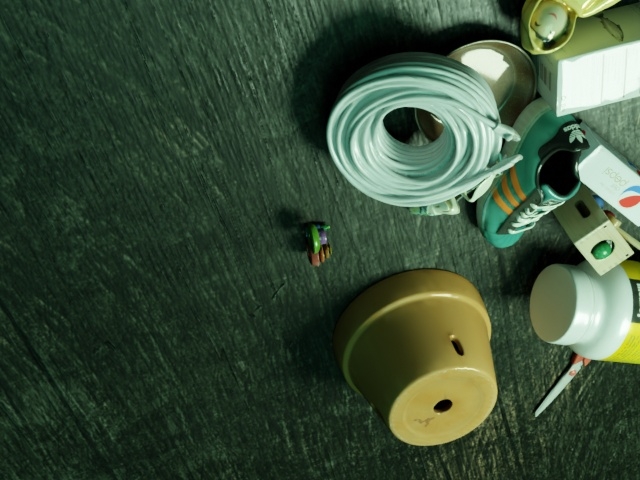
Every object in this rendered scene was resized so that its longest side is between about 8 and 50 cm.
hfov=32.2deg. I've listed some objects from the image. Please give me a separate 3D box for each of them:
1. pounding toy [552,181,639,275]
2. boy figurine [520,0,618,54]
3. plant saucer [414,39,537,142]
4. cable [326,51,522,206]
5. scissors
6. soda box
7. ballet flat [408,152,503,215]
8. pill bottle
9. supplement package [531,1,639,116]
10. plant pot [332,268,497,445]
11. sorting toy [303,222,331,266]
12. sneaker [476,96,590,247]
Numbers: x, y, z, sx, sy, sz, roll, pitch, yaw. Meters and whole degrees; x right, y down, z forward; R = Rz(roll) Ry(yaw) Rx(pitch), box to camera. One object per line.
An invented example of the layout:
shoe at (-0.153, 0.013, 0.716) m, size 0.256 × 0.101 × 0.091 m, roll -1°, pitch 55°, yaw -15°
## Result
pounding toy at (0.488, -0.014, 1.903) m, size 0.100 × 0.141 × 0.130 m, roll -37°, pitch 131°, yaw 13°
boy figurine at (0.369, -0.391, 1.566) m, size 0.177 × 0.092 × 0.285 m, roll 31°, pitch 111°, yaw -18°
plant saucer at (0.234, -0.229, 1.705) m, size 0.198 × 0.036 × 0.199 m, roll -10°, pitch 131°, yaw -11°
cable at (0.140, -0.165, 1.649) m, size 0.257 × 0.089 × 0.257 m, roll -32°, pitch 120°, yaw 32°
scissors at (0.524, 0.252, 2.226) m, size 0.109 × 0.021 × 0.297 m, roll 0°, pitch 128°, yaw -21°
soda box at (0.491, -0.110, 1.868) m, size 0.216 × 0.074 × 0.069 m, roll 30°, pitch 115°, yaw -36°
ballet flat at (0.219, -0.080, 1.785) m, size 0.070 × 0.070 × 0.188 m, roll 24°, pitch 131°, yaw -33°
pill bottle at (0.559, 0.130, 2.019) m, size 0.333 × 0.188 × 0.188 m, roll 7°, pitch 127°, yaw -24°
supplement package at (0.423, -0.276, 1.681) m, size 0.179 × 0.105 × 0.105 m, roll -15°, pitch 130°, yaw -7°
plant pot at (0.187, 0.223, 1.966) m, size 0.290 × 0.203 × 0.291 m, roll -10°, pitch 132°, yaw -12°
sorting toy at (0.000, 0.000, 1.808) m, size 0.042 × 0.061 × 0.102 m, roll -12°, pitch 155°, yaw -9°
sneaker at (0.343, -0.081, 1.790) m, size 0.108 × 0.121 × 0.302 m, roll -16°, pitch 142°, yaw -26°
